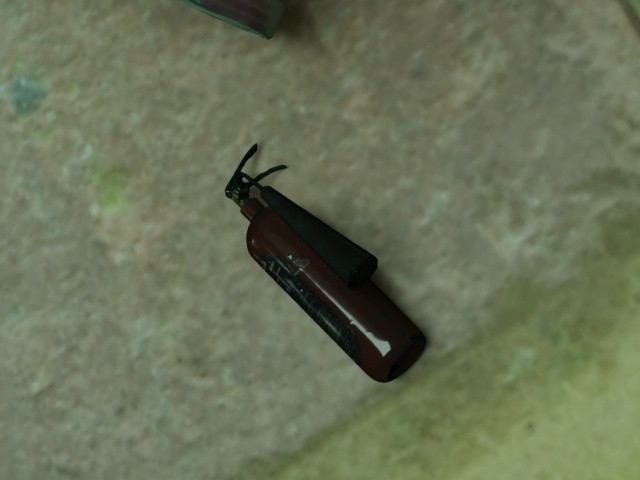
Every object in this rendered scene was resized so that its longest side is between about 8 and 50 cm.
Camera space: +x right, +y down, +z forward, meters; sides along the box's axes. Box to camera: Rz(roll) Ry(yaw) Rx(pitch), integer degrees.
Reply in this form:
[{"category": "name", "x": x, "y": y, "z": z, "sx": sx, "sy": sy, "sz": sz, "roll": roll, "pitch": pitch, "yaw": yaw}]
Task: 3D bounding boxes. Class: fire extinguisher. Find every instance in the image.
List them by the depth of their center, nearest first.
[{"category": "fire extinguisher", "x": -0.005, "y": 0.004, "z": 0.587, "sx": 0.032, "sy": 0.046, "sz": 0.100, "roll": -45, "pitch": 70, "yaw": 2}]

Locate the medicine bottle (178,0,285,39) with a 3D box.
[{"category": "medicine bottle", "x": 0.015, "y": -0.285, "z": 0.570, "sx": 0.108, "sy": 0.108, "sz": 0.426, "roll": 25, "pitch": 96, "yaw": 25}]
